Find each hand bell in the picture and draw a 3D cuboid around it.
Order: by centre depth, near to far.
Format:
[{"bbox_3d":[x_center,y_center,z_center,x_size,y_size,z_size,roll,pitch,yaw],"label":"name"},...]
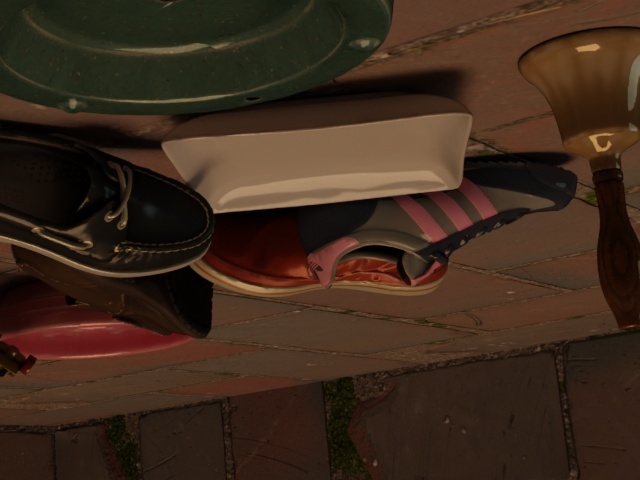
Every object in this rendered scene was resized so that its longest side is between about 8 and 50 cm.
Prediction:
[{"bbox_3d":[0.246,-0.044,1.122,0.126,0.242,0.126,-6,168,-1],"label":"hand bell"}]

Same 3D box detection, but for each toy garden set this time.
[{"bbox_3d":[-0.507,0.141,1.836,0.204,0.049,0.244,36,156,-10],"label":"toy garden set"}]

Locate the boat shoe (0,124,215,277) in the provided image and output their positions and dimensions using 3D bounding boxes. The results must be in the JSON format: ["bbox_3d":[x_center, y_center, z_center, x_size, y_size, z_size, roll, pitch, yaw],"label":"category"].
[{"bbox_3d":[-0.227,-0.037,1.217,0.302,0.114,0.091,6,159,-27],"label":"boat shoe"}]

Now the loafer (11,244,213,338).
[{"bbox_3d":[-0.235,0.027,1.556,0.130,0.133,0.366,-5,159,20],"label":"loafer"}]

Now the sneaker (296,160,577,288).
[{"bbox_3d":[0.133,-0.014,1.471,0.319,0.131,0.112,-5,167,-4],"label":"sneaker"}]

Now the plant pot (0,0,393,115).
[{"bbox_3d":[-0.065,-0.167,0.535,0.293,0.196,0.293,-6,168,-1],"label":"plant pot"}]

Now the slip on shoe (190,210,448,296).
[{"bbox_3d":[0.000,0.000,1.582,0.331,0.123,0.101,3,134,-13],"label":"slip on shoe"}]

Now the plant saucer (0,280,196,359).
[{"bbox_3d":[-0.342,0.114,1.972,0.332,0.084,0.332,-4,168,-1],"label":"plant saucer"}]

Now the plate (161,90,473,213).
[{"bbox_3d":[0.002,-0.087,1.283,0.277,0.045,0.278,-5,168,3],"label":"plate"}]
